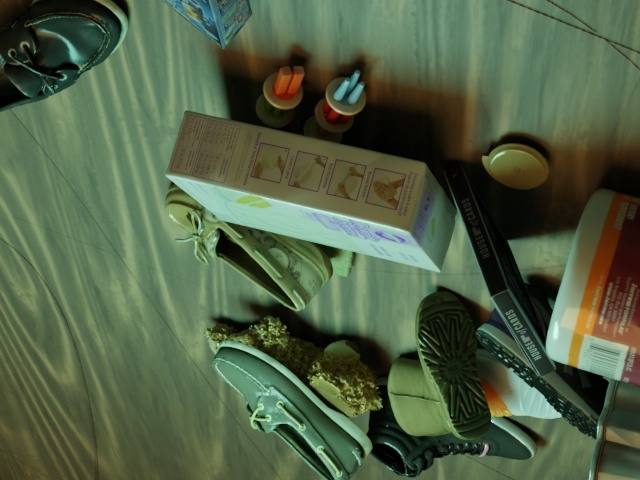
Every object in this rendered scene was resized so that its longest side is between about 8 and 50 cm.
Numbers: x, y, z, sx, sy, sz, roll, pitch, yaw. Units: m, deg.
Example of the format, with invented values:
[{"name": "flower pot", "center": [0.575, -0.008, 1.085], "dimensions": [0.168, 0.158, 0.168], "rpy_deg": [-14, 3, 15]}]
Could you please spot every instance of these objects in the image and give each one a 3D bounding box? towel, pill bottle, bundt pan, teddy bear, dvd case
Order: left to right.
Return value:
[{"name": "teddy bear", "center": [-0.044, 0.204, 2.545], "dimensions": [0.245, 0.113, 0.338], "rpy_deg": [46, 152, -23]}, {"name": "towel", "center": [0.000, 0.000, 2.225], "dimensions": [0.110, 0.027, 0.148], "rpy_deg": [17, 150, 10]}, {"name": "dvd case", "center": [0.227, 0.035, 1.928], "dimensions": [0.030, 0.238, 0.179], "rpy_deg": [-26, 134, 11]}, {"name": "bundt pan", "center": [0.464, 0.265, 2.016], "dimensions": [0.124, 0.331, 0.331], "rpy_deg": [13, 150, 26]}, {"name": "pill bottle", "center": [0.488, 0.092, 1.823], "dimensions": [0.392, 0.224, 0.224], "rpy_deg": [16, 151, 12]}]

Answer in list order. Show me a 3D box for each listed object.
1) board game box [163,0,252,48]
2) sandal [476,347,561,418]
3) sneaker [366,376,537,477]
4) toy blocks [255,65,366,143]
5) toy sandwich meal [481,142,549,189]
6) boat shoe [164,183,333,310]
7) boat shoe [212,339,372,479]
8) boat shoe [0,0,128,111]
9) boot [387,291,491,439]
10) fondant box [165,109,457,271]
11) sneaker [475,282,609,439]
[{"name": "board game box", "center": [-0.160, -0.318, 1.708], "dimensions": [0.194, 0.060, 0.194], "rpy_deg": [39, 169, -3]}, {"name": "sandal", "center": [0.300, 0.216, 2.300], "dimensions": [0.265, 0.076, 0.102], "rpy_deg": [7, 113, 52]}, {"name": "sneaker", "center": [0.208, 0.346, 2.537], "dimensions": [0.296, 0.147, 0.104], "rpy_deg": [20, 150, 3]}, {"name": "toy blocks", "center": [-0.009, -0.182, 1.894], "dimensions": [0.123, 0.054, 0.148], "rpy_deg": [25, 151, -5]}, {"name": "toy sandwich meal", "center": [0.245, -0.096, 1.886], "dimensions": [0.086, 0.029, 0.085], "rpy_deg": [13, 139, 11]}, {"name": "boat shoe", "center": [-0.121, 0.004, 2.220], "dimensions": [0.285, 0.089, 0.104], "rpy_deg": [26, 152, 21]}, {"name": "boat shoe", "center": [-0.058, 0.279, 2.455], "dimensions": [0.305, 0.091, 0.109], "rpy_deg": [38, 154, -4]}, {"name": "boat shoe", "center": [-0.382, -0.236, 2.010], "dimensions": [0.340, 0.113, 0.127], "rpy_deg": [-8, 138, 44]}, {"name": "boot", "center": [0.162, 0.198, 2.351], "dimensions": [0.089, 0.236, 0.269], "rpy_deg": [-11, 180, -15]}, {"name": "fondant box", "center": [-0.006, -0.061, 1.982], "dimensions": [0.330, 0.096, 0.238], "rpy_deg": [12, 170, 17]}, {"name": "sneaker", "center": [0.361, 0.175, 2.124], "dimensions": [0.283, 0.124, 0.107], "rpy_deg": [42, 169, -10]}]
